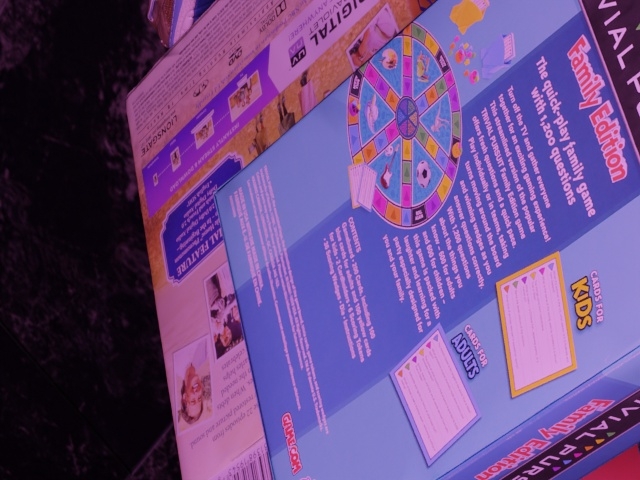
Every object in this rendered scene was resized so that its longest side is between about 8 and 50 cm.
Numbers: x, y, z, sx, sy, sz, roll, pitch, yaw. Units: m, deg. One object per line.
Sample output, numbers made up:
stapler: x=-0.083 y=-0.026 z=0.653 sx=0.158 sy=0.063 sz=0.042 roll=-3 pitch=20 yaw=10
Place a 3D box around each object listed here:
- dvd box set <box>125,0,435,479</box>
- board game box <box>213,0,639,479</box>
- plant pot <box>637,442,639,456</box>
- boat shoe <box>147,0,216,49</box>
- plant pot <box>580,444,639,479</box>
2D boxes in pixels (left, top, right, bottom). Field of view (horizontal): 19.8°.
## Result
dvd box set: x=0.000 y=0.000 z=1.182 sx=0.307 sy=0.062 sz=0.420 roll=-41 pitch=49 yaw=39
board game box: x=0.096 y=-0.004 z=0.947 sx=0.336 sy=0.079 sz=0.254 roll=-38 pitch=50 yaw=34
plant pot: x=0.381 y=0.027 z=0.892 sx=0.341 sy=0.341 sz=0.334 roll=36 pitch=122 yaw=20
boat shoe: x=-0.095 y=-0.212 z=1.317 sx=0.066 sy=0.066 sz=0.183 roll=35 pitch=130 yaw=23
plant pot: x=0.206 y=0.229 z=1.183 sx=0.243 sy=0.275 sz=0.275 roll=31 pitch=130 yaw=12
